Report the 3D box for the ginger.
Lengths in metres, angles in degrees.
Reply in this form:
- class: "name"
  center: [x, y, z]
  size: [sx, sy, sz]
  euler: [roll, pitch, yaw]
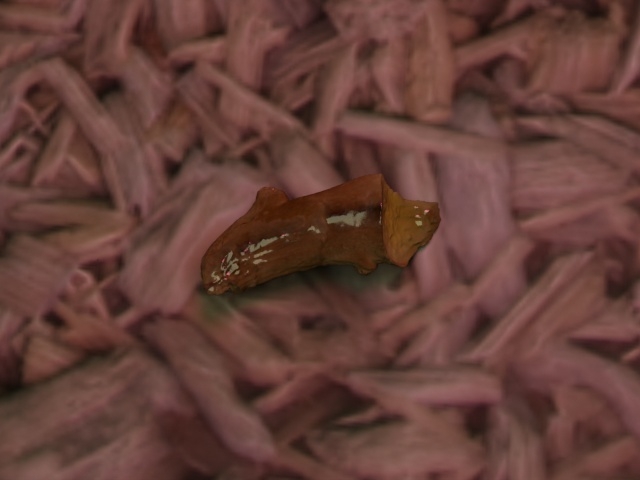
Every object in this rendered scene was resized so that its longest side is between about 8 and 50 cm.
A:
- class: "ginger"
  center: [0.000, -0.005, 0.453]
  size: [0.137, 0.044, 0.058]
  euler: [-11, 98, 3]
